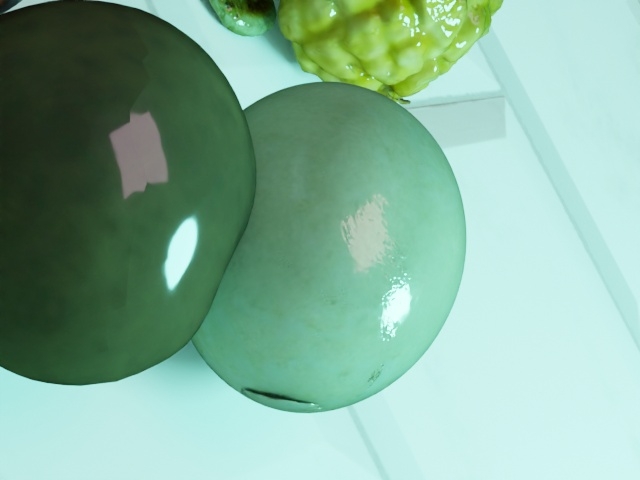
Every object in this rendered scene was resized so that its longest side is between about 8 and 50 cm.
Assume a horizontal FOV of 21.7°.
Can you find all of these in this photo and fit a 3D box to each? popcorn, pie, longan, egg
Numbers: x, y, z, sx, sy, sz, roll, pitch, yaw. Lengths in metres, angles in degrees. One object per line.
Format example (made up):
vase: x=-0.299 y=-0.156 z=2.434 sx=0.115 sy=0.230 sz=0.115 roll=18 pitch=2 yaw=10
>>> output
popcorn: x=0.052 y=-0.234 z=1.345 sx=0.250 sy=0.190 sz=0.250 roll=-7 pitch=90 yaw=-79
pie: x=-0.065 y=-0.195 z=1.303 sx=0.084 sy=0.021 sz=0.084 roll=36 pitch=37 yaw=-33
longan: x=-0.132 y=-0.029 z=0.902 sx=0.196 sy=0.196 sz=0.220 roll=41 pitch=47 yaw=-27
egg: x=0.000 y=0.000 z=1.065 sx=0.186 sy=0.186 sz=0.253 roll=43 pitch=38 yaw=-24

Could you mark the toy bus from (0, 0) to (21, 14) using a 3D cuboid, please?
toy bus: x=-0.245 y=-0.232 z=0.855 sx=0.194 sy=0.288 sz=0.232 roll=24 pitch=38 yaw=20
